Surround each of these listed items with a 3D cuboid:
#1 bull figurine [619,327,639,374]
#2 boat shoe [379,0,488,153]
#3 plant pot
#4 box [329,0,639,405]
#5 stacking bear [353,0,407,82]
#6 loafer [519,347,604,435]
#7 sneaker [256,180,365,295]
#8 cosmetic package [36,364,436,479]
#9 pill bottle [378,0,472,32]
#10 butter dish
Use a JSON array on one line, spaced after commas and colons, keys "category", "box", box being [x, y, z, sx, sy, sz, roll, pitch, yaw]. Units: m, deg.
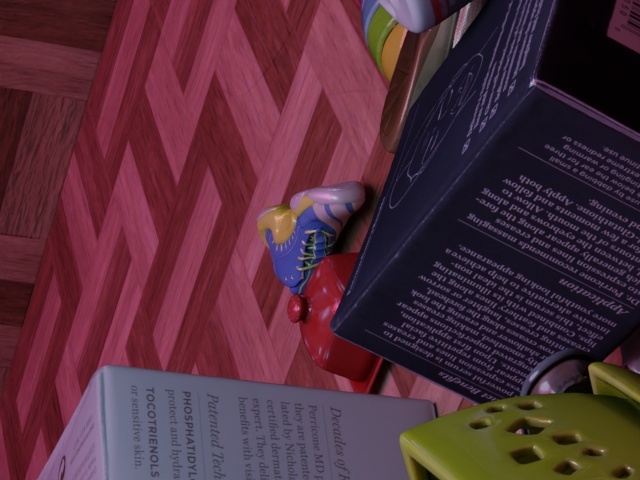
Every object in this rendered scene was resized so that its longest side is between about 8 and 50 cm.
[{"category": "bull figurine", "box": [0.336, 0.088, 1.543, 0.310, 0.101, 0.188, -135, 54, -65]}, {"category": "boat shoe", "box": [0.166, -0.234, 1.920, 0.123, 0.123, 0.342, -122, 49, -75]}, {"category": "plant pot", "box": [0.219, 0.235, 1.492, 0.227, 0.207, 0.228, 35, 145, 61]}, {"category": "box", "box": [0.208, -0.077, 1.662, 0.395, 0.212, 0.294, -53, 13, 51]}, {"category": "stacking bear", "box": [0.139, -0.207, 2.098, 0.175, 0.164, 0.289, 109, 151, -43]}, {"category": "loafer", "box": [0.240, 0.191, 1.660, 0.084, 0.096, 0.267, 52, 172, 40]}, {"category": "sneaker", "box": [0.000, 0.000, 2.495, 0.240, 0.091, 0.126, -21, 81, 66]}, {"category": "cosmetic package", "box": [-0.094, 0.371, 2.139, 0.329, 0.393, 0.327, 124, 147, -48]}, {"category": "pill bottle", "box": [0.160, -0.325, 1.753, 0.161, 0.283, 0.161, 56, 175, 7]}, {"category": "butter dish", "box": [0.017, 0.087, 2.340, 0.160, 0.118, 0.160, -110, 35, -52]}]
